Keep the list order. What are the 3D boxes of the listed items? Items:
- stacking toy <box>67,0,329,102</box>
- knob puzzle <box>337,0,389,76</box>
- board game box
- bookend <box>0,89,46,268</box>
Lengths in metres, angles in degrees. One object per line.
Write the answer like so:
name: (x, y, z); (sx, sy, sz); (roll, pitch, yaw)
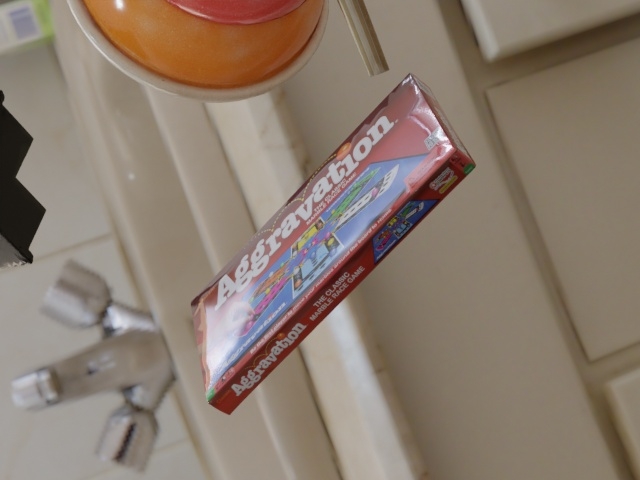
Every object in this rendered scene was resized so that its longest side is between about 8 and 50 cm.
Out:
stacking toy: (-0.087, -0.406, 1.454); (0.351, 0.350, 0.480); (66, 152, 13)
knob puzzle: (-0.032, -0.186, 0.557); (0.213, 0.030, 0.213); (-23, -90, -85)
board game box: (0.000, 0.000, 1.031); (0.027, 0.281, 0.145); (36, -162, -27)
bookend: (-0.404, -0.074, 1.594); (0.156, 0.072, 0.157); (52, -139, -41)
